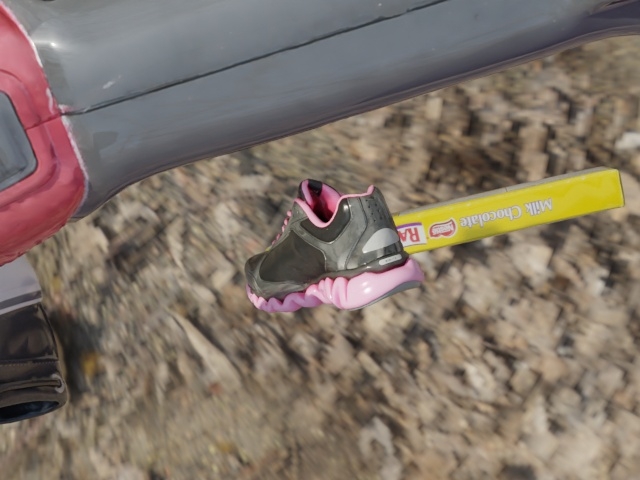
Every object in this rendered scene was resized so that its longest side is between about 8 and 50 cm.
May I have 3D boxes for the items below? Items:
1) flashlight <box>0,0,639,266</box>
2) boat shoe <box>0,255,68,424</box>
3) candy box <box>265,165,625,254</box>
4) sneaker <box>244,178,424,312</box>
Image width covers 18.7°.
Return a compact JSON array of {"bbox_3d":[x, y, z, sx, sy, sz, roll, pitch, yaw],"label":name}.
[{"bbox_3d":[-0.011,-0.061,0.484,0.304,0.103,0.103,-17,71,6],"label":"flashlight"},{"bbox_3d":[-0.164,0.067,0.666,0.080,0.228,0.076,-26,91,28],"label":"boat shoe"},{"bbox_3d":[0.074,-0.010,1.147,0.206,0.105,0.027,-13,94,6],"label":"candy box"},{"bbox_3d":[0.000,0.000,0.846,0.047,0.119,0.057,-25,99,-30],"label":"sneaker"}]
